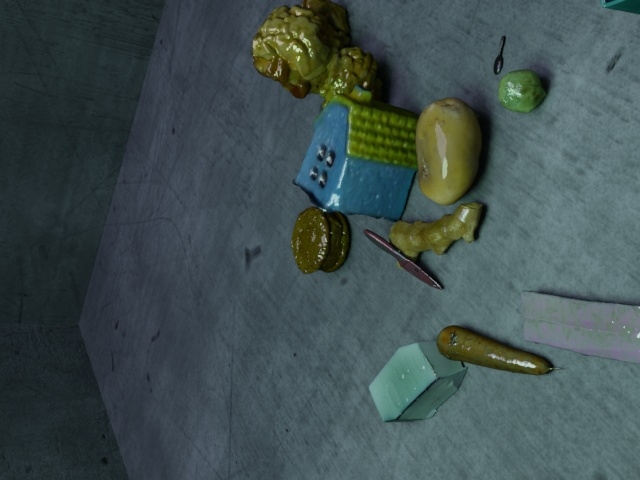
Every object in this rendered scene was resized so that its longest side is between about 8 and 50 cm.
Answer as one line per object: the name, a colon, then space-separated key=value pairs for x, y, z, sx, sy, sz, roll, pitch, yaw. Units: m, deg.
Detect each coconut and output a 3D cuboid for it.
coconut: x=0.408 y=-0.300 z=1.480 sx=0.088 sy=0.096 sz=0.088 roll=4 pitch=-90 yaw=-84

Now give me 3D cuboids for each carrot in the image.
carrot: x=0.359 y=0.232 z=1.497 sx=0.298 sy=0.078 sz=0.078 roll=8 pitch=93 yaw=51

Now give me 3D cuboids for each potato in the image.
potato: x=0.280 y=-0.193 z=1.606 sx=0.150 sy=0.146 sz=0.234 roll=-41 pitch=-52 yaw=-76

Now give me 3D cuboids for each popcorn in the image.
popcorn: x=0.084 y=-0.408 z=1.922 sx=0.197 sy=0.155 sz=0.198 roll=-177 pitch=90 yaw=-77
popcorn: x=-0.036 y=-0.540 z=2.037 sx=0.225 sy=0.265 sz=0.332 roll=10 pitch=54 yaw=39

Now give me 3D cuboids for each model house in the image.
model house: x=0.103 y=-0.213 z=1.781 sx=0.215 sy=0.237 sz=0.303 roll=49 pitch=125 yaw=48

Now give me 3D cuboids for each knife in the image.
knife: x=0.190 y=0.047 z=1.732 sx=0.247 sy=0.018 sz=0.035 roll=40 pitch=138 yaw=28

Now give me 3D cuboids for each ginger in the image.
ginger: x=0.257 y=-0.020 z=1.678 sx=0.299 sy=0.065 sz=0.118 roll=-29 pitch=81 yaw=54

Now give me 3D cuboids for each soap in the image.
soap: x=0.217 y=0.317 z=1.672 sx=0.230 sy=0.091 sz=0.145 roll=-60 pitch=42 yaw=34

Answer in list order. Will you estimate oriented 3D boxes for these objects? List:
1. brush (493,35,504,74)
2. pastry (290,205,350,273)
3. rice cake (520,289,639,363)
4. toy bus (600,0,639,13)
brush: x=0.387 y=-0.400 z=1.587 sx=0.024 sy=0.008 sz=0.083 roll=24 pitch=106 yaw=58
pastry: x=0.000 y=0.000 z=2.023 sx=0.188 sy=0.103 sz=0.189 roll=-9 pitch=79 yaw=55
rice cake: x=0.489 y=0.155 z=1.326 sx=0.298 sy=0.050 sz=0.106 roll=3 pitch=87 yaw=56
toy bus: x=0.542 y=-0.428 z=1.234 sx=0.079 sy=0.160 sz=0.092 roll=-10 pitch=86 yaw=54
